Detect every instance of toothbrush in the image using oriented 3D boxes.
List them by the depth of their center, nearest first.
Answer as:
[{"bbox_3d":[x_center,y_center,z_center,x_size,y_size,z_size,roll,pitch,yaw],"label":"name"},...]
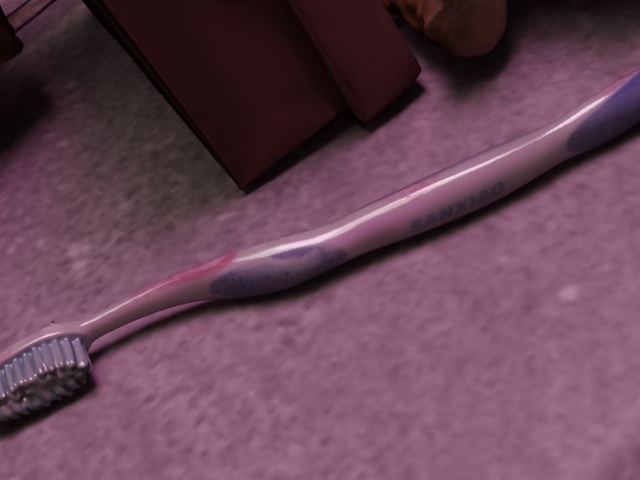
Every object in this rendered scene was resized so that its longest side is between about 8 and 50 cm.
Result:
[{"bbox_3d":[0.000,0.000,0.490,0.269,0.021,0.027,-25,52,1],"label":"toothbrush"}]

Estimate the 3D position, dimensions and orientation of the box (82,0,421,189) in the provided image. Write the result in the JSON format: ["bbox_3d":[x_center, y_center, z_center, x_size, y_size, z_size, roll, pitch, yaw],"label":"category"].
[{"bbox_3d":[-0.083,-0.152,0.552,0.086,0.215,0.215,-39,40,-4],"label":"box"}]

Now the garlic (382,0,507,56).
[{"bbox_3d":[0.111,-0.222,0.590,0.325,0.132,0.279,-39,42,-13],"label":"garlic"}]

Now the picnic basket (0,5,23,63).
[{"bbox_3d":[-0.331,-0.142,0.537,0.293,0.337,0.337,18,56,42],"label":"picnic basket"}]
